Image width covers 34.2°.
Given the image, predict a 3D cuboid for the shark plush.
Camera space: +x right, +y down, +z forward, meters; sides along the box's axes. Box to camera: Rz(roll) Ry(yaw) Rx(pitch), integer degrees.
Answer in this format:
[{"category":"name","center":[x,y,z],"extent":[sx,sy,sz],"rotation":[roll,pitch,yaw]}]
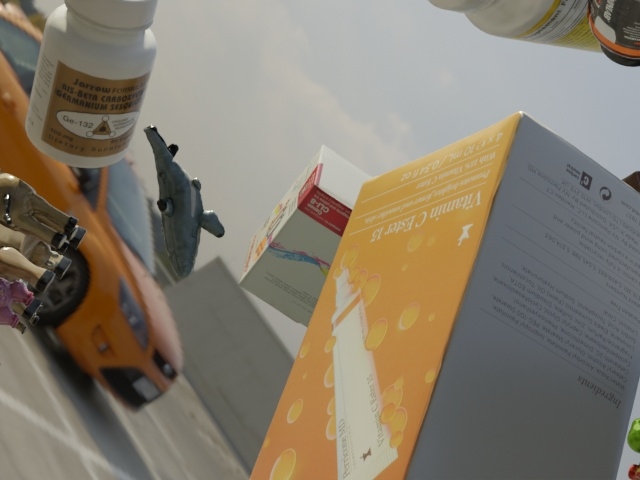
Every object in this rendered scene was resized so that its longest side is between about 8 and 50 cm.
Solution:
[{"category":"shark plush","center":[-0.150,-0.044,1.103],"extent":[0.067,0.073,0.161],"rotation":[-54,148,-57]}]

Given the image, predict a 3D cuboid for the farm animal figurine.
[{"category":"farm animal figurine","center":[-0.432,0.019,1.360],"extent":[0.172,0.330,0.326],"rotation":[32,22,-7]}]

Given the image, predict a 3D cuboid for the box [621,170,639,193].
[{"category":"box","center":[0.366,0.078,1.459],"extent":[0.381,0.143,0.191],"rotation":[-35,-125,46]}]

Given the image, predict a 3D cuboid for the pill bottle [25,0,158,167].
[{"category":"pill bottle","center":[-0.264,-0.210,1.226],"extent":[0.131,0.131,0.229],"rotation":[51,-46,31]}]

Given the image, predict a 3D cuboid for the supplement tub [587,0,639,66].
[{"category":"supplement tub","center":[0.314,-0.244,1.001],"extent":[0.106,0.106,0.198],"rotation":[53,-6,21]}]

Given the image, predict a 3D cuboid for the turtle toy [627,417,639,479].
[{"category":"turtle toy","center":[0.385,0.263,1.179],"extent":[0.095,0.066,0.130],"rotation":[120,-25,-52]}]

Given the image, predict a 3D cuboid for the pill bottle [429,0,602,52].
[{"category":"pill bottle","center":[0.297,-0.348,1.342],"extent":[0.188,0.334,0.187],"rotation":[-3,-94,57]}]

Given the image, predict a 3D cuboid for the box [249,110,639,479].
[{"category":"box","center":[0.097,0.111,0.779],"extent":[0.168,0.345,0.215],"rotation":[31,-26,-22]}]

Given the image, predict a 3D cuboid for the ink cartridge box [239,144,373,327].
[{"category":"ink cartridge box","center":[0.000,0.000,1.309],"extent":[0.127,0.176,0.128],"rotation":[32,26,-12]}]
